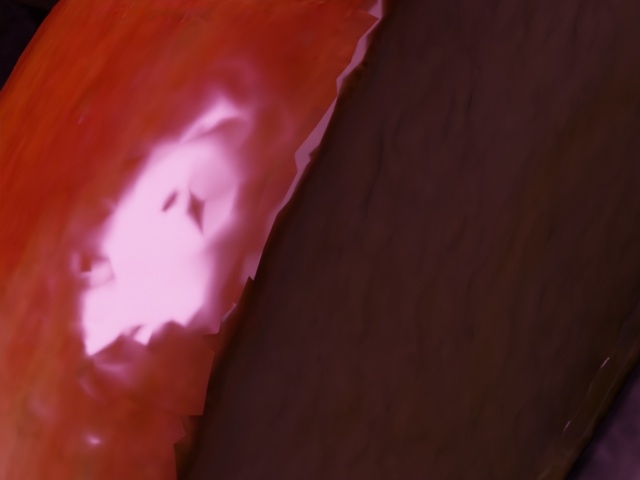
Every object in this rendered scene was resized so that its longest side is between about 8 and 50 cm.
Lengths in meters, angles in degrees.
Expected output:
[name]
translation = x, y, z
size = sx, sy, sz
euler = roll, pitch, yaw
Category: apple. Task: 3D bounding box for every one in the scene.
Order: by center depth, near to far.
[apple]
translation = 0.000, 0.000, 0.441
size = 0.179, 0.254, 0.346
euler = 35, 68, 0

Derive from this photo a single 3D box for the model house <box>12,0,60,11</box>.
[model house]
translation = -0.193, -0.101, 0.606
size = 0.243, 0.204, 0.211
euler = 13, 12, -8
